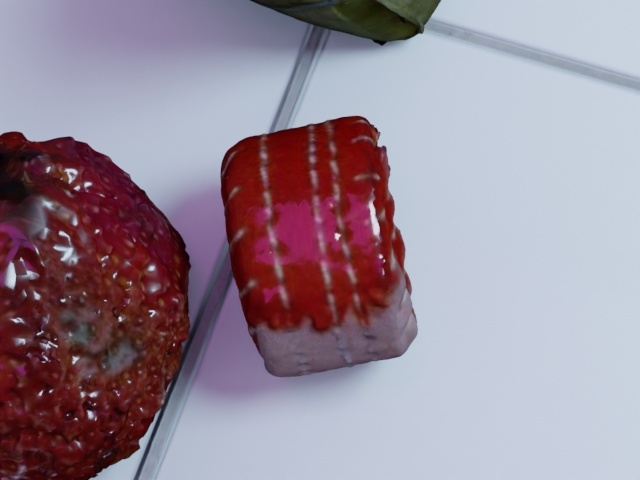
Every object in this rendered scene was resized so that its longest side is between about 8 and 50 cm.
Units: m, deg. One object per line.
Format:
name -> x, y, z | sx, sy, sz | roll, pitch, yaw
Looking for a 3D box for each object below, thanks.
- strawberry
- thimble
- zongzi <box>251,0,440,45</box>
strawberry -> -0.228, 0.043, 1.136 | 0.274, 0.220, 0.274 | -1, 70, 3
thimble -> 0.001, 0.005, 1.150 | 0.125, 0.163, 0.190 | -12, 72, 4
zongzi -> -0.094, -0.295, 1.144 | 0.356, 0.393, 0.174 | 29, 102, 18
